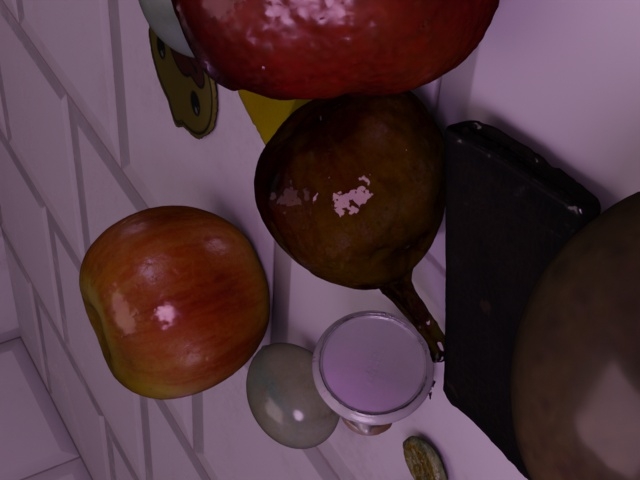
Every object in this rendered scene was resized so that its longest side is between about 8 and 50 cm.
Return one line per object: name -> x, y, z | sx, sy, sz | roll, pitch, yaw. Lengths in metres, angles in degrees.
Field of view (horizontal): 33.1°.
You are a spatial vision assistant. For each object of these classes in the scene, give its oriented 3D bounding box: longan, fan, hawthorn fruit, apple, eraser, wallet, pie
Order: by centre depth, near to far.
longan -> 0.223, 0.083, 0.653 | 0.246, 0.215, 0.246 | -161, 90, -83
hawthorn fruit -> 0.009, -0.256, 0.800 | 0.265, 0.265, 0.307 | 24, 121, 59
wallet -> 0.168, 0.063, 0.939 | 0.170, 0.044, 0.321 | 40, 145, 44
pie -> 0.118, 0.255, 1.206 | 0.084, 0.021, 0.084 | 52, 153, 41
eraser -> -0.045, -0.171, 1.215 | 0.097, 0.045, 0.122 | 64, 154, 18
fan -> -0.192, -0.277, 1.491 | 0.229, 0.011, 0.335 | 56, 153, 30
apple -> -0.200, 0.085, 1.500 | 0.286, 0.233, 0.286 | 51, 153, 39

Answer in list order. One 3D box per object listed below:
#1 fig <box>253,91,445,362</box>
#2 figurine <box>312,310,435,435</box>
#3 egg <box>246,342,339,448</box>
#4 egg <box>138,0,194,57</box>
fig -> 0.046, 0.000, 1.002 | 0.191, 0.191, 0.290 | -2, 106, 65
figurine -> 0.055, 0.163, 1.180 | 0.132, 0.132, 0.153 | 60, 165, 24
egg -> -0.036, 0.195, 1.374 | 0.152, 0.114, 0.114 | 57, 152, 32
egg -> -0.128, -0.293, 1.176 | 0.149, 0.149, 0.192 | 44, 143, 45
